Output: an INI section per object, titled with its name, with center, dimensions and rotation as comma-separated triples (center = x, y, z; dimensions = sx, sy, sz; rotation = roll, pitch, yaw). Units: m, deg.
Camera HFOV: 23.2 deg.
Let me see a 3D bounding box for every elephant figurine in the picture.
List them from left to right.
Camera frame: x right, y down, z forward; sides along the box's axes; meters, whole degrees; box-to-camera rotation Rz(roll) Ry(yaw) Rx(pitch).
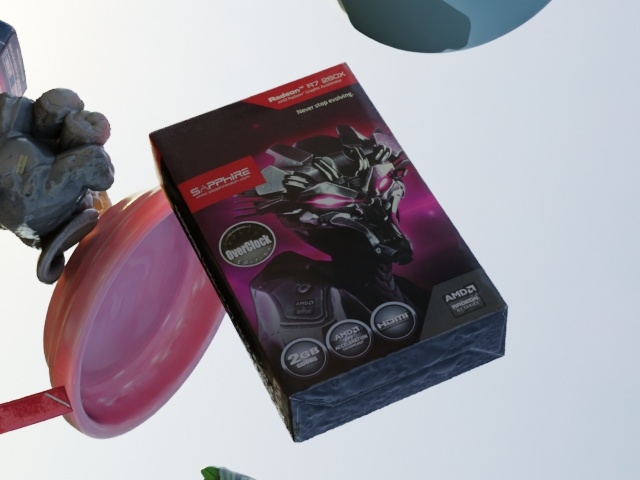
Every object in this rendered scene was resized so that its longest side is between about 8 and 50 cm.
[elephant figurine]
center = -0.302, -0.037, 1.708
dimensions = 0.239, 0.186, 0.169
rotation = 106, -28, -53

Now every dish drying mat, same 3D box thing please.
[dish drying mat]
center = -0.302, 0.176, 1.623
dimensions = 0.032, 0.083, 0.008
rotation = 69, -22, 13

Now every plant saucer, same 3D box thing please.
[plant saucer]
center = -0.214, 0.070, 1.830
dimensions = 0.084, 0.332, 0.332
rotation = 27, -56, 22

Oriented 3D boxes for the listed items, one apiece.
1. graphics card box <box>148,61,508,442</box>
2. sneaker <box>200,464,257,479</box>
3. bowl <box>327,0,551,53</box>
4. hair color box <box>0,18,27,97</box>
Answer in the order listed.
[graphics card box]
center = 0.000, 0.000, 1.555
dimensions = 0.094, 0.232, 0.371
rotation = 87, -21, -53
[sneaker]
center = -0.153, 0.386, 1.696
dimensions = 0.343, 0.146, 0.134
rotation = -52, 169, -47
[bowl]
center = 0.077, -0.329, 1.350
dimensions = 0.311, 0.163, 0.312
rotation = -4, -98, 31
[hair color box]
center = -0.464, -0.088, 1.760
dimensions = 0.347, 0.105, 0.174
rotation = -62, 176, -18
